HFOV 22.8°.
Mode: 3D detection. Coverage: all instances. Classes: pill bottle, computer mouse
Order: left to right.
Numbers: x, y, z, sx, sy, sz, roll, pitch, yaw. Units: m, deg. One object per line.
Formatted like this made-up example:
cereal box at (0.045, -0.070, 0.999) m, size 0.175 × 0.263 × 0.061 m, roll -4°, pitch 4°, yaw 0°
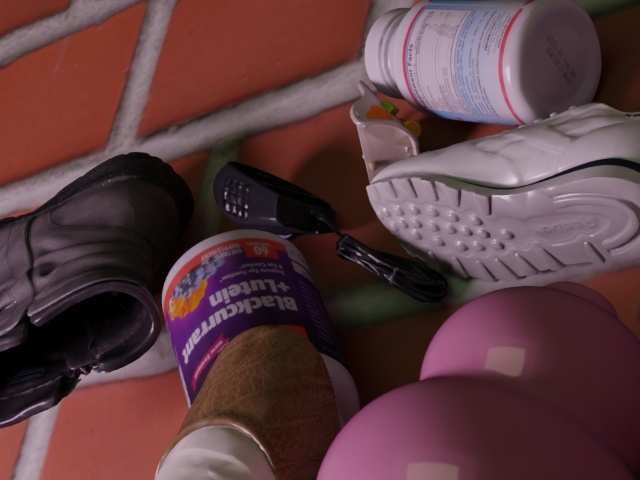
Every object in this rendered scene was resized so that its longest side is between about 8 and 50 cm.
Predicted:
pill bottle at (-0.036, 0.090, 1.041) m, size 0.108 × 0.108 × 0.193 m, roll -40°, pitch 39°, yaw 15°
computer mouse at (0.000, 0.000, 1.121) m, size 0.242 × 0.071 × 0.041 m, roll 32°, pitch 103°, yaw 49°
pill bottle at (0.106, -0.124, 1.086) m, size 0.160 × 0.087 × 0.087 m, roll 13°, pitch 70°, yaw 51°

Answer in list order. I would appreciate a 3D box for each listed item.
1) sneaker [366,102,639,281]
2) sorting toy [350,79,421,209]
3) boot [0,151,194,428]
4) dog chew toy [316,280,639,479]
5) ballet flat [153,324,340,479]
sneaker at (0.134, -0.037, 1.004) m, size 0.235 × 0.090 × 0.095 m, roll -1°, pitch 47°, yaw 42°
sorting toy at (0.043, -0.076, 1.129) m, size 0.045 × 0.083 × 0.075 m, roll -19°, pitch 40°, yaw -5°
boot at (-0.253, 0.070, 1.224) m, size 0.338 × 0.118 × 0.223 m, roll -35°, pitch 21°, yaw 23°
dog chew toy at (0.074, 0.166, 0.805) m, size 0.206 × 0.206 × 0.332 m, roll -1°, pitch 51°, yaw 46°
ballet flat at (-0.066, 0.213, 0.876) m, size 0.116 × 0.124 × 0.342 m, roll 8°, pitch 85°, yaw 32°
